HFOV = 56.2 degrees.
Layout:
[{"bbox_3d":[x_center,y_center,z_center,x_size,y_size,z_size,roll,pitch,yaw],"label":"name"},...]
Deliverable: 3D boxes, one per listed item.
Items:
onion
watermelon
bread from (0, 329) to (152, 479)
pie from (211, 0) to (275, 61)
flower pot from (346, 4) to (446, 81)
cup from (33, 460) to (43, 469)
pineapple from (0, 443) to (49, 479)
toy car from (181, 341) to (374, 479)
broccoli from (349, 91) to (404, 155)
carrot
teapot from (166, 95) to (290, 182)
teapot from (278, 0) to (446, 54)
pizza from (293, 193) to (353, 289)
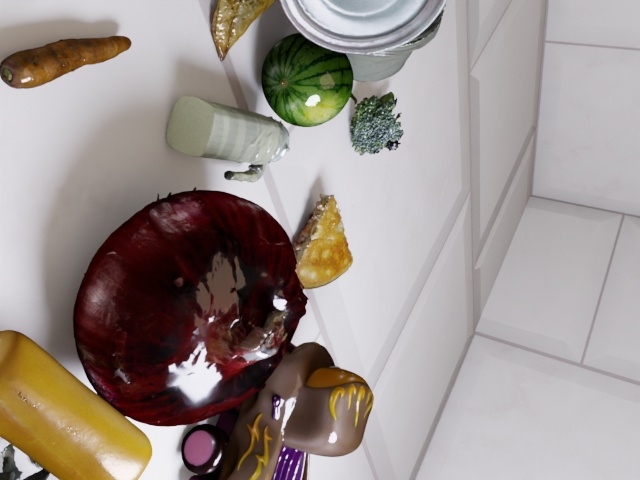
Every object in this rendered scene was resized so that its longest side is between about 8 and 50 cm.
[{"bbox_3d":[-0.146,0.096,0.747,0.314,0.232,0.314,-24,128,-33],"label":"onion"},{"bbox_3d":[-0.012,-0.249,0.939,0.187,0.140,0.141,-22,123,-62],"label":"watermelon"},{"bbox_3d":[-0.281,0.196,0.638,0.092,0.074,0.239,-34,123,0],"label":"bread"},{"bbox_3d":[-0.102,-0.337,0.832,0.170,0.034,0.092,-54,149,-24],"label":"pie"},{"bbox_3d":[0.082,-0.363,1.013,0.235,0.235,0.140,-60,173,-28],"label":"flower pot"},{"bbox_3d":[-0.302,0.265,0.736,0.075,0.054,0.083,-44,143,-48],"label":"cup"},{"bbox_3d":[-0.316,0.351,0.665,0.169,0.169,0.340,-59,143,-29],"label":"pineapple"},{"bbox_3d":[-0.058,0.342,1.043,0.271,0.240,0.341,47,59,-58],"label":"toy car"},{"bbox_3d":[0.124,-0.259,1.258,0.204,0.118,0.122,-66,146,-54],"label":"broccoli"},{"bbox_3d":[-0.254,-0.189,0.613,0.165,0.035,0.036,-46,142,-48],"label":"carrot"},{"bbox_3d":[-0.124,-0.134,0.849,0.200,0.077,0.107,-7,115,-62],"label":"teapot"},{"bbox_3d":[0.031,-0.473,0.825,0.315,0.233,0.312,38,41,-44],"label":"teapot"},{"bbox_3d":[0.000,0.000,1.181,0.201,0.053,0.193,1,104,-52],"label":"pizza"}]
